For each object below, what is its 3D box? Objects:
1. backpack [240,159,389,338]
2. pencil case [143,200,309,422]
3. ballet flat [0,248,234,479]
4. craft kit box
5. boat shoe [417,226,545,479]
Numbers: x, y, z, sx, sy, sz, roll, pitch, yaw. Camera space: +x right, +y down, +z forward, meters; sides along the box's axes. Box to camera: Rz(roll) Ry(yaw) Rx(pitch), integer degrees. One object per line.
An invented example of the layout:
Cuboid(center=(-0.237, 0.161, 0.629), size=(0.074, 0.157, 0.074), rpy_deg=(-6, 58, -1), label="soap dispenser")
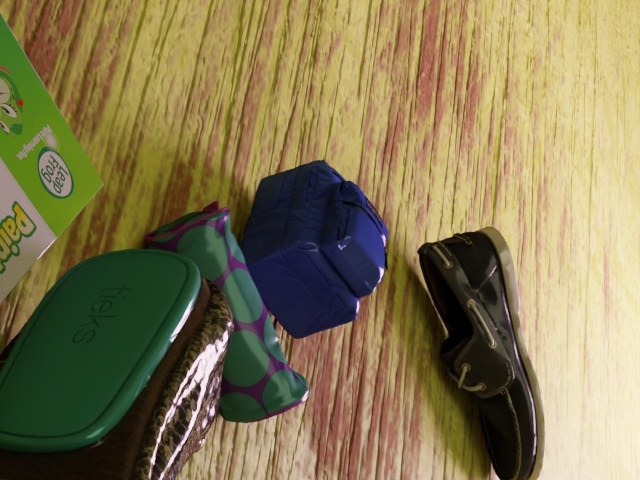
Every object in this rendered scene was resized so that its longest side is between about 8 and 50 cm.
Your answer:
Cuboid(center=(0.000, 0.000, 1.503), size=(0.120, 0.101, 0.098), rpy_deg=(-84, 150, -50), label="backpack")
Cuboid(center=(-0.065, 0.052, 1.373), size=(0.070, 0.064, 0.152), rpy_deg=(-29, 97, -48), label="pencil case")
Cuboid(center=(-0.157, 0.165, 1.034), size=(0.483, 0.164, 0.182), rpy_deg=(-50, 140, -63), label="ballet flat")
Cuboid(center=(-0.249, -0.075, 1.129), size=(0.247, 0.061, 0.250), rpy_deg=(63, 26, -18), label="craft kit box")
Cuboid(center=(0.142, 0.108, 1.748), size=(0.079, 0.084, 0.233), rpy_deg=(-11, 86, -26), label="boat shoe")
